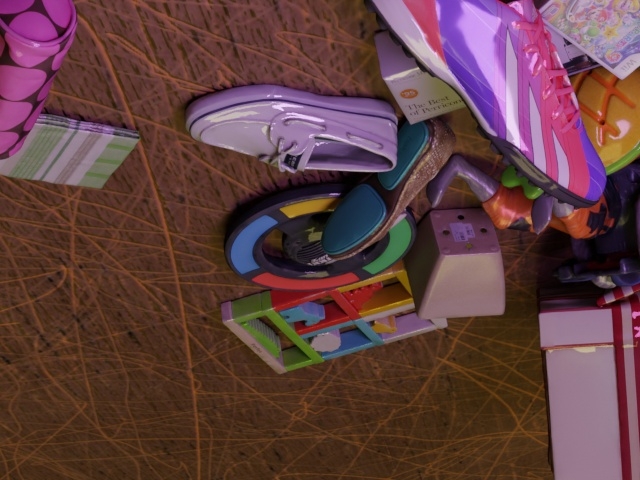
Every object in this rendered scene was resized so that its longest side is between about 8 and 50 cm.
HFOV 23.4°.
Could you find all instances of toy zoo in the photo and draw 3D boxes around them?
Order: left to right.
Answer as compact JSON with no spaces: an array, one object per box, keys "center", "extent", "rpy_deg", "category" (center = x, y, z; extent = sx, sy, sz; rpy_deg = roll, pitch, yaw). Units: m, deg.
[{"center":[0.042,0.092,2.011],"extent":[0.293,0.030,0.192],"rpy_deg":[-17,149,15],"category":"toy zoo"}]

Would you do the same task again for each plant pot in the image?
[{"center":[0.166,0.020,1.852],"extent":[0.109,0.109,0.096],"rpy_deg":[-2,139,-10],"category":"plant pot"}]

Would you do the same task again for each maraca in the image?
[{"center":[0.259,-0.113,1.564],"extent":[0.186,0.127,0.099],"rpy_deg":[-26,144,26],"category":"maraca"}]

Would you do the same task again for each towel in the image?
[{"center":[-0.278,-0.097,1.610],"extent":[0.152,0.023,0.113],"rpy_deg":[8,149,-31],"category":"towel"}]

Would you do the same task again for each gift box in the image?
[{"center":[0.407,0.155,1.936],"extent":[0.276,0.258,0.255],"rpy_deg":[-6,-175,3],"category":"gift box"}]

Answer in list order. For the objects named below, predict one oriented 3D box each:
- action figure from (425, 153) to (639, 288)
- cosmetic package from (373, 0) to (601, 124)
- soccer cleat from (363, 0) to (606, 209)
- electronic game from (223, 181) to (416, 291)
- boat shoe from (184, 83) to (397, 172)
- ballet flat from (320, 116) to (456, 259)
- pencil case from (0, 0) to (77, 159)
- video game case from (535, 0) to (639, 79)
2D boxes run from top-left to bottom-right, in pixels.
[{"center":[0.338,-0.044,1.713],"extent":[0.330,0.178,0.341],"rpy_deg":[7,172,-35],"category":"action figure"},{"center":[0.182,-0.192,1.517],"extent":[0.239,0.060,0.099],"rpy_deg":[-17,149,14],"category":"cosmetic package"},{"center":[0.177,-0.159,1.423],"extent":[0.116,0.108,0.318],"rpy_deg":[-39,108,20],"category":"soccer cleat"},{"center":[0.000,0.000,1.821],"extent":[0.229,0.048,0.229],"rpy_deg":[-7,151,-4],"category":"electronic game"},{"center":[-0.025,-0.109,1.593],"extent":[0.226,0.076,0.083],"rpy_deg":[-2,150,-11],"category":"boat shoe"},{"center":[0.081,-0.052,1.694],"extent":[0.067,0.073,0.206],"rpy_deg":[8,133,-44],"category":"ballet flat"},{"center":[-0.291,-0.162,1.420],"extent":[0.095,0.098,0.209],"rpy_deg":[-44,176,-40],"category":"pencil case"},{"center":[0.271,-0.209,1.440],"extent":[0.122,0.011,0.087],"rpy_deg":[30,125,-27],"category":"video game case"}]
